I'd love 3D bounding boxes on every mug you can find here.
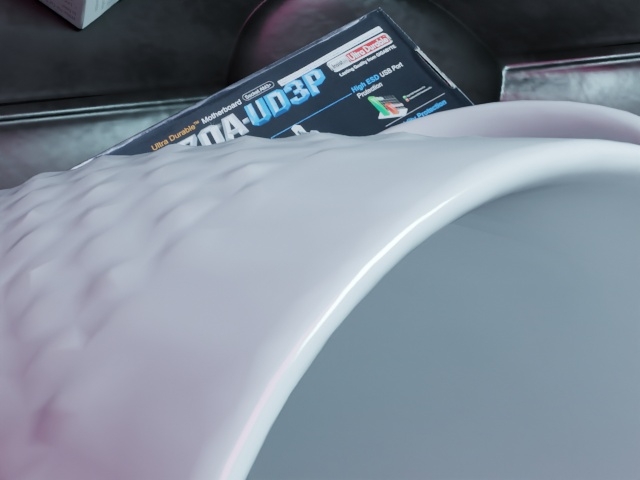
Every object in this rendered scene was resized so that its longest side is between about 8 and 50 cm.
[{"bbox_3d":[-0.011,0.075,0.532,0.374,0.328,0.276,-46,120,-30],"label":"mug"}]

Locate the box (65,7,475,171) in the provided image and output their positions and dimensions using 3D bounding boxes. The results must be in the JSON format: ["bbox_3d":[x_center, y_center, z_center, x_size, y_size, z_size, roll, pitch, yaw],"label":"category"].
[{"bbox_3d":[0.000,0.000,0.768,0.220,0.051,0.175,-32,69,-29],"label":"box"}]

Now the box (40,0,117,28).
[{"bbox_3d":[-0.231,-0.237,0.865,0.324,0.067,0.063,35,56,12],"label":"box"}]
